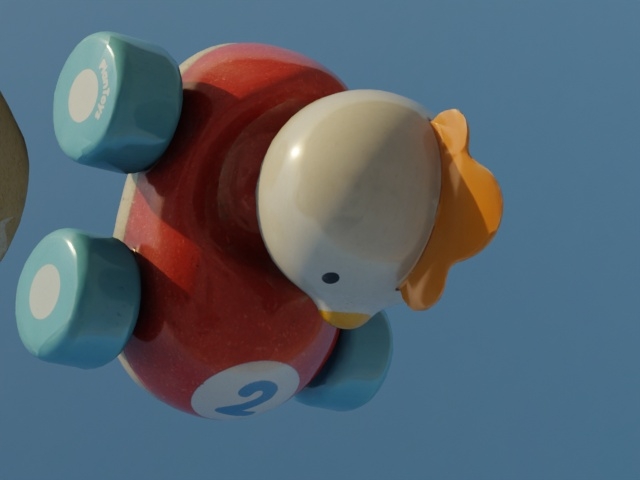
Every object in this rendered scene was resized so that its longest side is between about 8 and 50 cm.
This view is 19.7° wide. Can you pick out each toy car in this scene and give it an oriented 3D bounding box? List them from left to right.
[{"bbox_3d":[0.000,0.000,0.966,0.219,0.238,0.210,14,-94,-38],"label":"toy car"}]

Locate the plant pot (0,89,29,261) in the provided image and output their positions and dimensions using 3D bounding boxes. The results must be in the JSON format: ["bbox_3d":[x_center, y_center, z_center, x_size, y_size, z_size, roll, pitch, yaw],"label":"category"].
[{"bbox_3d":[-0.248,-0.068,0.724,0.274,0.256,0.256,40,-136,-46],"label":"plant pot"}]
